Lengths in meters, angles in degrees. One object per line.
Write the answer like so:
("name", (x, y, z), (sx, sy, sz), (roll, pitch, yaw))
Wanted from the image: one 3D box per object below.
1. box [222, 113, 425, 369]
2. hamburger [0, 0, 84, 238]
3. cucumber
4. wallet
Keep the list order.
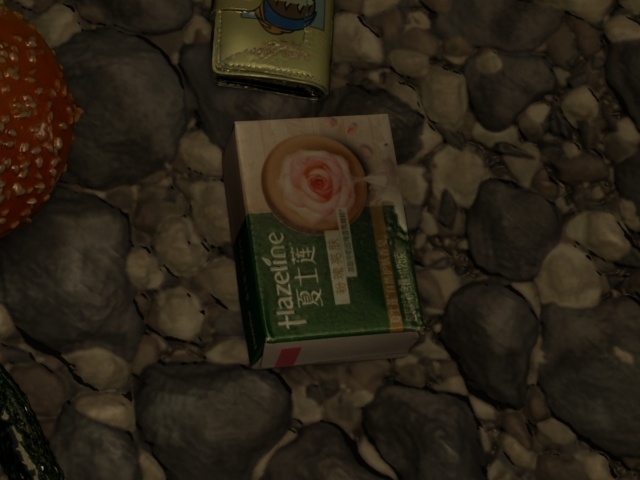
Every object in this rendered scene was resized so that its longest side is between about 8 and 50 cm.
("box", (0.000, 0.000, 1.618), (0.135, 0.081, 0.199), (-4, 67, -14))
("hamburger", (-0.304, -0.098, 1.546), (0.237, 0.147, 0.237), (10, 64, -21))
("cucumber", (-0.213, 0.191, 1.513), (0.044, 0.043, 0.257), (-22, 74, -25))
("wallet", (-0.040, -0.204, 1.712), (0.110, 0.039, 0.155), (7, 66, -11))
